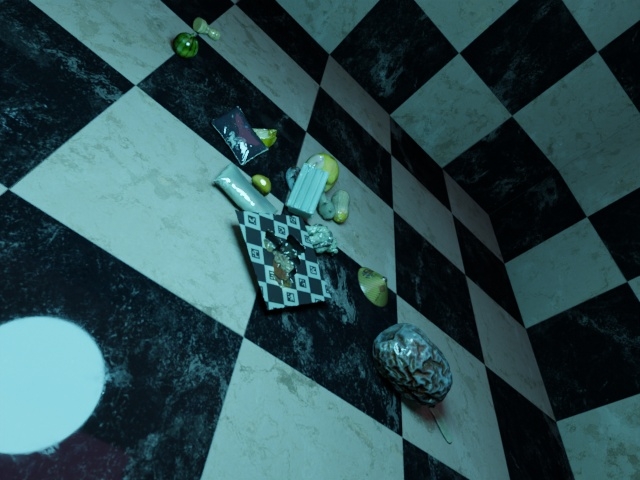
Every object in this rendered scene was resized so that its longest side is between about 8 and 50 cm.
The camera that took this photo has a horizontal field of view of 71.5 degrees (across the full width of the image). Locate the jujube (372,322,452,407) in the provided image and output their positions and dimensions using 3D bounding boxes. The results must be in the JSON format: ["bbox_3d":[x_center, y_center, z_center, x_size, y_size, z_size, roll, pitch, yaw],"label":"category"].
[{"bbox_3d":[0.332,0.444,1.586,0.317,0.226,0.226,50,31,-13],"label":"jujube"}]

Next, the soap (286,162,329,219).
[{"bbox_3d":[-0.051,-0.194,1.757,0.114,0.063,0.198,22,70,0],"label":"soap"}]

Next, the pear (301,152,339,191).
[{"bbox_3d":[0.000,-0.291,1.940,0.178,0.178,0.178,33,36,-28],"label":"pear"}]

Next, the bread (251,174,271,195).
[{"bbox_3d":[-0.212,-0.208,1.632,0.082,0.056,0.115,44,-10,2],"label":"bread"}]

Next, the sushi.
[{"bbox_3d":[-0.136,0.070,1.494,0.320,0.068,0.339,0,64,-51],"label":"sushi"}]

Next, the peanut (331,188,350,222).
[{"bbox_3d":[0.090,-0.160,1.998,0.087,0.087,0.207,37,35,-23],"label":"peanut"}]

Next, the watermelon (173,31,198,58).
[{"bbox_3d":[-0.543,-0.795,1.803,0.109,0.109,0.109,33,36,-28],"label":"watermelon"}]

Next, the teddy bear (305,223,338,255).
[{"bbox_3d":[0.009,-0.011,1.716,0.213,0.111,0.133,18,48,-41],"label":"teddy bear"}]

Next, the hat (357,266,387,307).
[{"bbox_3d":[0.246,0.176,1.864,0.193,0.082,0.193,35,34,-28],"label":"hat"}]

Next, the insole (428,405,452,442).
[{"bbox_3d":[0.445,0.669,1.684,0.063,0.010,0.192,-4,62,-54],"label":"insole"}]

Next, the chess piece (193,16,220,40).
[{"bbox_3d":[-0.524,-0.976,2.059,0.122,0.066,0.066,3,55,-56],"label":"chess piece"}]

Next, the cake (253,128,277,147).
[{"bbox_3d":[-0.256,-0.414,1.788,0.185,0.116,0.080,25,41,-44],"label":"cake"}]

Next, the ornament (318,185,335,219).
[{"bbox_3d":[0.017,-0.153,1.866,0.081,0.075,0.156,38,-22,47],"label":"ornament"}]

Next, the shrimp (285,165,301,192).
[{"bbox_3d":[-0.077,-0.198,1.834,0.233,0.079,0.090,65,17,7],"label":"shrimp"}]

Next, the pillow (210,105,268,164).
[{"bbox_3d":[-0.312,-0.404,1.715,0.141,0.055,0.208,-38,92,-25],"label":"pillow"}]

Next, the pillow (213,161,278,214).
[{"bbox_3d":[-0.251,-0.154,1.553,0.254,0.078,0.144,45,27,-13],"label":"pillow"}]
